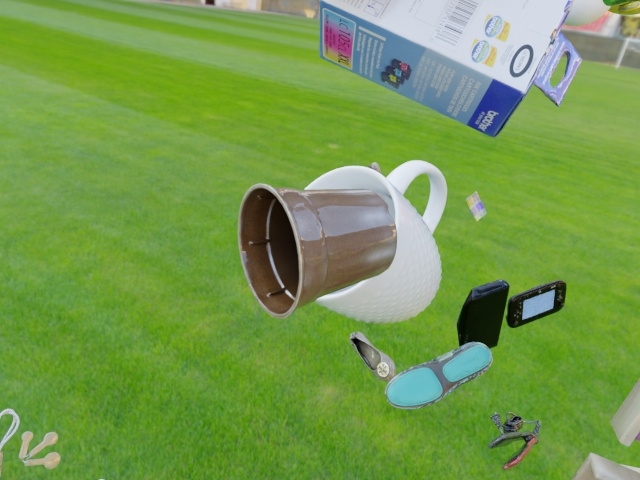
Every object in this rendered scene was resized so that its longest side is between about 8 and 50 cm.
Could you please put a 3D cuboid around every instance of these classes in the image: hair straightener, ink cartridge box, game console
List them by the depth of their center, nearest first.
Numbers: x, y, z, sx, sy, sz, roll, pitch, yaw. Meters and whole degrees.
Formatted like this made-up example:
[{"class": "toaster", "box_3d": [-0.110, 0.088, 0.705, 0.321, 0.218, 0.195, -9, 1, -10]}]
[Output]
[{"class": "ink cartridge box", "box_3d": [0.229, -0.353, 0.741, 0.395, 0.270, 0.151, 28, -11, 9]}, {"class": "hair straightener", "box_3d": [0.376, 0.365, 0.901, 0.230, 0.047, 0.089, 6, 42, -49]}, {"class": "game console", "box_3d": [0.527, 0.183, 1.268, 0.361, 0.213, 0.044, -16, 35, -17]}]

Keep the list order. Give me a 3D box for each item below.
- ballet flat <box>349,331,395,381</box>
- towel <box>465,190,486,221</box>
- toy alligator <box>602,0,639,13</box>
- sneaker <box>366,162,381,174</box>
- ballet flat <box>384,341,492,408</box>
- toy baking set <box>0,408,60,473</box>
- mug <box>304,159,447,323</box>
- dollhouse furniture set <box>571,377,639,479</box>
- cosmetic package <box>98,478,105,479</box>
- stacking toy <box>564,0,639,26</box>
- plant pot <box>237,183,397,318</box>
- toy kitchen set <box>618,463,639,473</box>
[{"class": "ballet flat", "box_3d": [0.166, 0.385, 1.577, 0.058, 0.084, 0.250, 27, 10, -34]}, {"class": "towel", "box_3d": [0.488, -0.107, 1.462, 0.060, 0.083, 0.009, -32, 10, -31]}, {"class": "toy alligator", "box_3d": [0.510, -0.404, 0.740, 0.189, 0.056, 0.051, -25, 23, -16]}, {"class": "sneaker", "box_3d": [0.137, -0.183, 1.524, 0.071, 0.188, 0.066, -18, 71, -23]}, {"class": "ballet flat", "box_3d": [0.198, 0.229, 0.784, 0.188, 0.070, 0.070, -23, 28, 4]}, {"class": "toy baking set", "box_3d": [-0.714, 0.498, 1.045, 0.030, 0.256, 0.197, -17, 37, 41]}, {"class": "mug", "box_3d": [0.141, 0.001, 1.000, 0.276, 0.374, 0.328, 35, 1, 42]}, {"class": "dollhouse furniture set", "box_3d": [0.421, 0.286, 0.441, 0.198, 0.287, 0.303, 25, 18, 14]}, {"class": "cosmetic package", "box_3d": [-0.294, 0.643, 0.634, 0.327, 0.394, 0.329, 16, 17, 14]}, {"class": "stacking toy", "box_3d": [0.686, -0.597, 0.964, 0.479, 0.351, 0.350, -32, 37, -8]}, {"class": "plant pot", "box_3d": [0.000, 0.000, 0.615, 0.165, 0.167, 0.167, -12, 33, -32]}, {"class": "toy kitchen set", "box_3d": [0.485, 0.468, 0.695, 0.122, 0.166, 0.207, -6, 1, 41]}]
